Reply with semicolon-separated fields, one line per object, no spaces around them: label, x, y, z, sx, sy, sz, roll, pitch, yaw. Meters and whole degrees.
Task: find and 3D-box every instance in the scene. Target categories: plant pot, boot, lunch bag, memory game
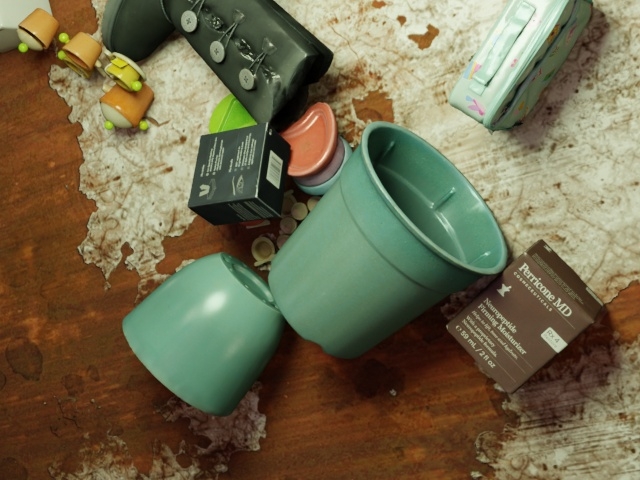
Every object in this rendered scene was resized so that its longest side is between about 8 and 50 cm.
plant pot;-0.210;0.168;1.816;0.293;0.293;0.235;44;97;12
boot;-0.215;-0.369;1.759;0.445;0.146;0.367;42;139;10
lunch bag;0.340;-0.311;1.519;0.108;0.224;0.279;36;109;16
memory game;0.000;0.000;1.824;0.186;0.012;0.186;3;101;17
plant pot;0.101;0.022;1.632;0.341;0.341;0.334;50;120;10

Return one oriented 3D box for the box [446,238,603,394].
box;0.367;0.133;1.605;0.168;0.167;0.203;47;113;11

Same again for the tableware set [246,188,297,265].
tableware set;-0.096;-0.026;1.870;0.141;0.020;0.169;-16;91;25

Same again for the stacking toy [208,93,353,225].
stacking toy;-0.083;-0.182;1.810;0.308;0.130;0.280;-21;58;22

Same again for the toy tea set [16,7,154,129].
toy tea set;-0.503;-0.350;1.896;0.336;0.200;0.124;31;78;17

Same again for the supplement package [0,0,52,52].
supplement package;-0.739;-0.584;1.986;0.175;0.177;0.293;-12;92;25

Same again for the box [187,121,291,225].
box;-0.151;-0.122;1.680;0.158;0.093;0.156;-6;64;29
